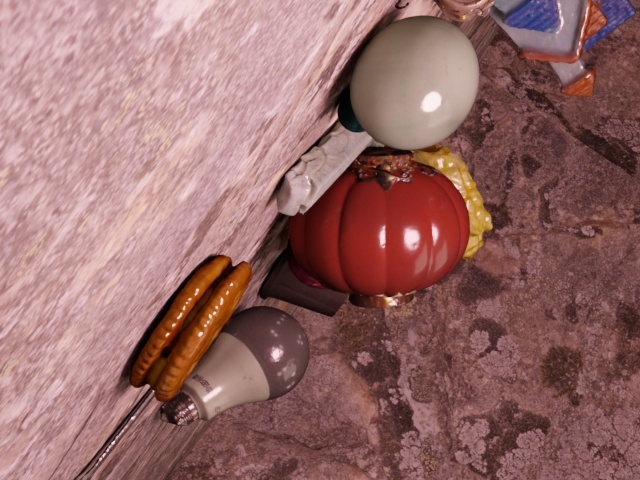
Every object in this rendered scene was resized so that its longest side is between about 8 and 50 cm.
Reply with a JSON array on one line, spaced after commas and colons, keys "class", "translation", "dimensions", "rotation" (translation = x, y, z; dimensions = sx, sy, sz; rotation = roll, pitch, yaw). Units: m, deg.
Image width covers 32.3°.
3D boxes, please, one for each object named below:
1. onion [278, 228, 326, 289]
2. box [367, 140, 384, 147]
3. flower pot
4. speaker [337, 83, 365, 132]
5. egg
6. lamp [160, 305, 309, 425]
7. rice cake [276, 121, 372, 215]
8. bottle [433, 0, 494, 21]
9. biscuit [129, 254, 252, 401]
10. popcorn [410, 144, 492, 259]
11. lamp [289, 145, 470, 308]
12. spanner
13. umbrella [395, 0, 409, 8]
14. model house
[{"class": "onion", "translation": [0.009, 0.003, 2.053], "dimensions": [0.177, 0.153, 0.177], "rotation": [-53, -176, 6]}, {"class": "box", "translation": [0.084, -0.143, 2.061], "dimensions": [0.121, 0.030, 0.193], "rotation": [-53, 178, -15]}, {"class": "flower pot", "translation": [0.007, 0.055, 2.356], "dimensions": [0.269, 0.166, 0.269], "rotation": [-55, 174, -8]}, {"class": "speaker", "translation": [0.067, -0.207, 1.610], "dimensions": [0.094, 0.060, 0.075], "rotation": [-53, 177, -23]}, {"class": "egg", "translation": [0.129, -0.216, 1.495], "dimensions": [0.168, 0.168, 0.231], "rotation": [-58, 177, 39]}, {"class": "lamp", "translation": [-0.147, 0.255, 2.087], "dimensions": [0.314, 0.182, 0.182], "rotation": [-48, 173, -39]}, {"class": "rice cake", "translation": [0.027, -0.139, 1.694], "dimensions": [0.336, 0.063, 0.066], "rotation": [-51, 171, -49]}, {"class": "bottle", "translation": [0.219, -0.386, 1.699], "dimensions": [0.099, 0.099, 0.152], "rotation": [-55, 178, 1]}, {"class": "biscuit", "translation": [-0.169, 0.112, 1.453], "dimensions": [0.220, 0.066, 0.220], "rotation": [-56, 179, -1]}, {"class": "popcorn", "translation": [0.208, -0.095, 2.107], "dimensions": [0.174, 0.286, 0.225], "rotation": [-24, 152, -7]}, {"class": "lamp", "translation": [0.096, -0.023, 1.831], "dimensions": [0.303, 0.303, 0.256], "rotation": [-43, 133, -72]}, {"class": "spanner", "translation": [-0.300, 0.287, 1.696], "dimensions": [0.302, 0.017, 0.071], "rotation": [-53, 176, -35]}, {"class": "umbrella", "translation": [0.129, -0.354, 1.462], "dimensions": [0.148, 0.022, 0.022], "rotation": [-62, 144, -34]}, {"class": "model house", "translation": [0.439, -0.419, 1.983], "dimensions": [0.252, 0.329, 0.295], "rotation": [-33, -176, 21]}]
